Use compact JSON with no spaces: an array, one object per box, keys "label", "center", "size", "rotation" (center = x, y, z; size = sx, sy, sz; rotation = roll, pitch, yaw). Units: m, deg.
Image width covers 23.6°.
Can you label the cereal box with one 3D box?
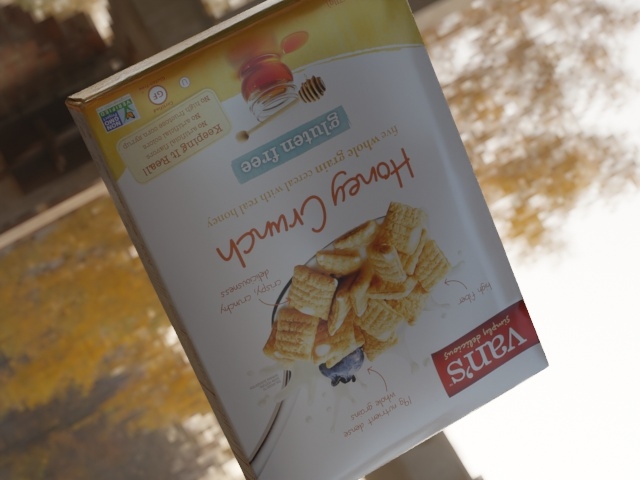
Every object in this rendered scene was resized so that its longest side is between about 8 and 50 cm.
[{"label":"cereal box","center":[0.000,0.000,0.779],"size":[0.240,0.173,0.047],"rotation":[66,-15,-17]}]
